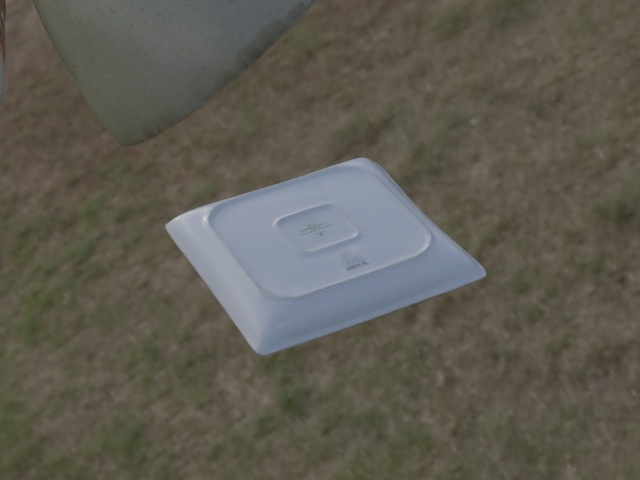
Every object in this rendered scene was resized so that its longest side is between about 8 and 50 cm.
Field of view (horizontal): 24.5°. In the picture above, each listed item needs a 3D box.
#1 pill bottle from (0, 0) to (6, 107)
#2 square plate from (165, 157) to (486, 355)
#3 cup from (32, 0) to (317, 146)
[{"bbox_3d":[-0.481,-0.250,1.725,0.224,0.224,0.392,-29,29,3],"label":"pill bottle"},{"bbox_3d":[0.000,0.000,2.067,0.347,0.049,0.344,-19,37,-19],"label":"square plate"},{"bbox_3d":[-0.144,-0.284,1.330,0.331,0.237,0.331,-38,20,16],"label":"cup"}]
